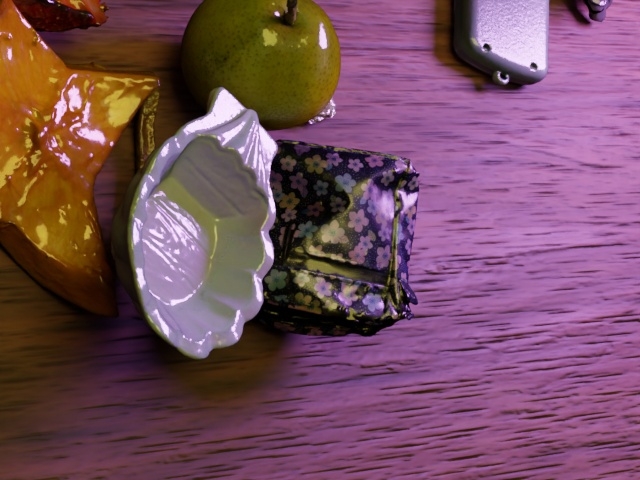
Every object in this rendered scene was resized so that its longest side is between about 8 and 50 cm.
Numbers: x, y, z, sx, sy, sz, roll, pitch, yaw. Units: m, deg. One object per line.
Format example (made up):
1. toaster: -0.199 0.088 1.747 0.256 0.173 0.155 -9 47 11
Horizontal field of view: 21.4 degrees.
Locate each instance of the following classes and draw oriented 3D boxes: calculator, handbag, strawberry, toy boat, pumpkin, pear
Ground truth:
1. calculator: 0.237 -0.309 2.206 0.141 0.045 0.246 17 61 -27
2. handbag: 0.000 0.000 1.853 0.229 0.127 0.207 9 77 -7
3. strawberry: -0.327 -0.283 1.799 0.192 0.085 0.140 14 47 -33
4. toy boat: -0.135 -0.015 1.720 0.199 0.100 0.290 49 49 -35
5. pumpkin: -0.293 -0.096 1.720 0.258 0.095 0.290 26 65 -33
6. pear: -0.055 -0.215 1.866 0.180 0.216 0.166 18 56 -20

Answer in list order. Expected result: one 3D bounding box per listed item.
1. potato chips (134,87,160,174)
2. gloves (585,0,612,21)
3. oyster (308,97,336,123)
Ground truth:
1. potato chips: -0.189 -0.071 1.831 0.026 0.037 0.204 9 70 -19
2. gloves: 0.369 -0.435 2.324 0.142 0.119 0.285 -1 71 0
3. oyster: -0.007 -0.192 1.999 0.098 0.037 0.100 -36 92 -38
